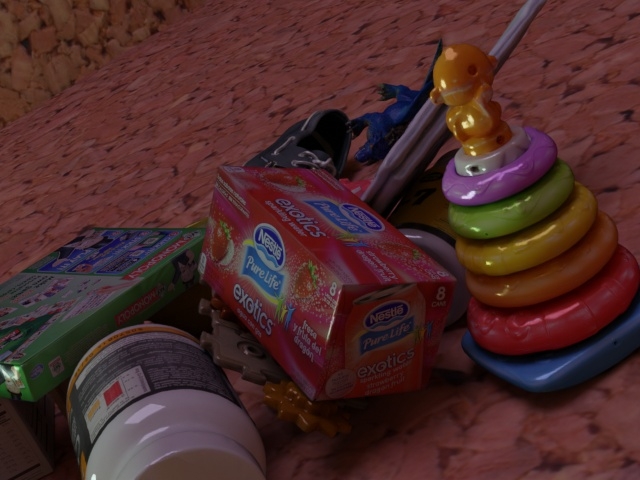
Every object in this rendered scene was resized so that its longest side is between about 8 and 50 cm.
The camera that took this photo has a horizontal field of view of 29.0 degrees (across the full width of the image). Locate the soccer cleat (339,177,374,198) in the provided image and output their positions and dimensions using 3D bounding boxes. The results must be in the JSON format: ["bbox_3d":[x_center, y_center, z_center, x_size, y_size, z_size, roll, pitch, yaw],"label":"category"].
[{"bbox_3d":[0.000,0.000,1.509,0.083,0.095,0.248,1,27,40],"label":"soccer cleat"}]

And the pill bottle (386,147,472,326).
[{"bbox_3d":[0.132,-0.008,1.312,0.119,0.119,0.208,-13,24,32],"label":"pill bottle"}]

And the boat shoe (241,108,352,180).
[{"bbox_3d":[-0.028,-0.101,1.703,0.099,0.116,0.319,-40,9,26],"label":"boat shoe"}]

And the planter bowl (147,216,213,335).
[{"bbox_3d":[-0.150,0.056,1.534,0.217,0.090,0.217,-25,20,10],"label":"planter bowl"}]

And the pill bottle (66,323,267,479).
[{"bbox_3d":[-0.138,0.189,1.108,0.162,0.162,0.278,-29,20,-7],"label":"pill bottle"}]

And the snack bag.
[{"bbox_3d":[0.113,-0.107,1.386,0.342,0.037,0.323,-50,-4,-30],"label":"snack bag"}]

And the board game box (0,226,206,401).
[{"bbox_3d":[-0.282,0.070,1.372,0.213,0.046,0.317,2,26,37],"label":"board game box"}]

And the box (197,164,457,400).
[{"bbox_3d":[-0.002,0.032,1.174,0.128,0.123,0.257,0,27,-32],"label":"box"}]

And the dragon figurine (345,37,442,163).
[{"bbox_3d":[0.134,-0.177,1.748,0.289,0.085,0.144,-43,28,-27],"label":"dragon figurine"}]

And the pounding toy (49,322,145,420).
[{"bbox_3d":[-0.248,0.143,1.390,0.141,0.130,0.100,-16,23,26],"label":"pounding toy"}]

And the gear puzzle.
[{"bbox_3d":[-0.031,0.096,1.219,0.339,0.175,0.044,-105,35,-69],"label":"gear puzzle"}]

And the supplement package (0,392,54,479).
[{"bbox_3d":[-0.437,0.204,1.454,0.204,0.145,0.262,-28,20,-3],"label":"supplement package"}]

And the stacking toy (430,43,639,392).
[{"bbox_3d":[0.167,-0.035,1.074,0.175,0.302,0.166,-32,22,-11],"label":"stacking toy"}]
